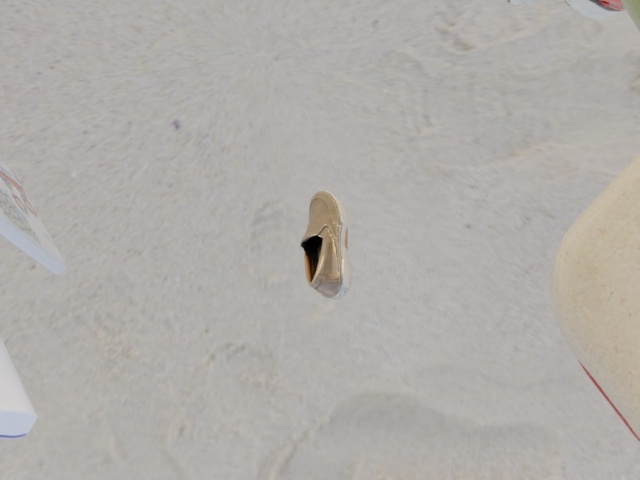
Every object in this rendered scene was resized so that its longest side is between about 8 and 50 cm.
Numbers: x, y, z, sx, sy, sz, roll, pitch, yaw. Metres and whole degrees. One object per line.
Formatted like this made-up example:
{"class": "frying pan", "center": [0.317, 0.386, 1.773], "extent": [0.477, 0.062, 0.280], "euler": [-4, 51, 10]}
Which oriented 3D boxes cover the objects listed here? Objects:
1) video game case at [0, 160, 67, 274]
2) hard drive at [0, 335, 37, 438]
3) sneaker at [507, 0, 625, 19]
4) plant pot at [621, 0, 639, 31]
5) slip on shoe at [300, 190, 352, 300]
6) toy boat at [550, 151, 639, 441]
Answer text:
{"class": "video game case", "center": [-0.328, -0.046, 1.103], "extent": [0.019, 0.157, 0.143], "euler": [-34, 67, -2]}
{"class": "hard drive", "center": [-0.448, 0.079, 1.141], "extent": [0.210, 0.319, 0.040], "euler": [16, 116, -45]}
{"class": "sneaker", "center": [0.273, -0.293, 1.088], "extent": [0.279, 0.118, 0.107], "euler": [-4, 93, -43]}
{"class": "plant pot", "center": [0.339, -0.222, 0.702], "extent": [0.353, 0.366, 0.366], "euler": [27, 98, -33]}
{"class": "slip on shoe", "center": [0.000, 0.000, 1.110], "extent": [0.041, 0.135, 0.051], "euler": [17, 139, -30]}
{"class": "toy boat", "center": [0.231, 0.002, 0.493], "extent": [0.151, 0.151, 0.231], "euler": [9, 129, -47]}
